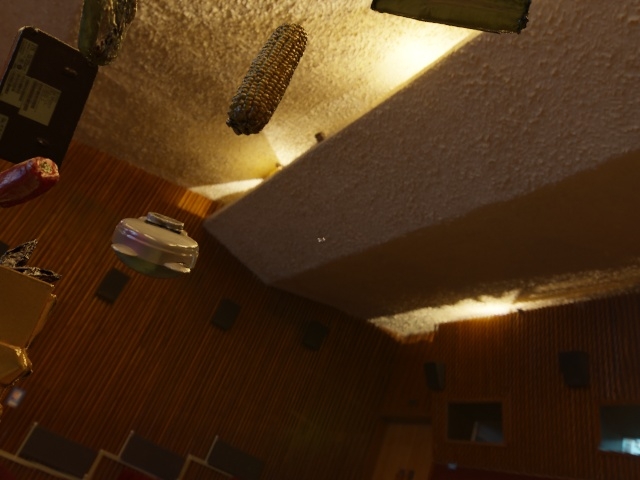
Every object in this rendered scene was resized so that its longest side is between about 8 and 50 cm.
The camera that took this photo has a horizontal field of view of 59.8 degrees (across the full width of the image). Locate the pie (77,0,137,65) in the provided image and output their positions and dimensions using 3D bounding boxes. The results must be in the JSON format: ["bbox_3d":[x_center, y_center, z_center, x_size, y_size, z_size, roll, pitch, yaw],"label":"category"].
[{"bbox_3d":[-0.391,-0.412,1.030,0.041,0.187,0.187,21,-27,-4],"label":"pie"}]

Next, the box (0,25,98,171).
[{"bbox_3d":[-0.749,-0.366,1.482,0.211,0.350,0.058,22,-5,-42],"label":"box"}]

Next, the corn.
[{"bbox_3d":[-0.127,-0.392,1.348,0.115,0.318,0.115,24,-11,5],"label":"corn"}]

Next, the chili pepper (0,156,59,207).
[{"bbox_3d":[-0.558,-0.111,1.051,0.123,0.073,0.070,-22,-72,7],"label":"chili pepper"}]

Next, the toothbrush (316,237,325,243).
[{"bbox_3d":[0.000,0.000,1.414,0.017,0.014,0.162,37,-2,-1],"label":"toothbrush"}]

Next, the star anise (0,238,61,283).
[{"bbox_3d":[-0.516,0.053,0.919,0.212,0.157,0.053,21,-62,23],"label":"star anise"}]

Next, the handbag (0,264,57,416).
[{"bbox_3d":[-0.515,0.189,0.634,0.283,0.401,0.133,26,-22,-18],"label":"handbag"}]

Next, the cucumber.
[{"bbox_3d":[0.272,-0.514,1.192,0.325,0.145,0.105,7,-70,1],"label":"cucumber"}]

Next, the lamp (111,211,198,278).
[{"bbox_3d":[-0.356,0.015,1.201,0.179,0.108,0.246,24,10,-16],"label":"lamp"}]
